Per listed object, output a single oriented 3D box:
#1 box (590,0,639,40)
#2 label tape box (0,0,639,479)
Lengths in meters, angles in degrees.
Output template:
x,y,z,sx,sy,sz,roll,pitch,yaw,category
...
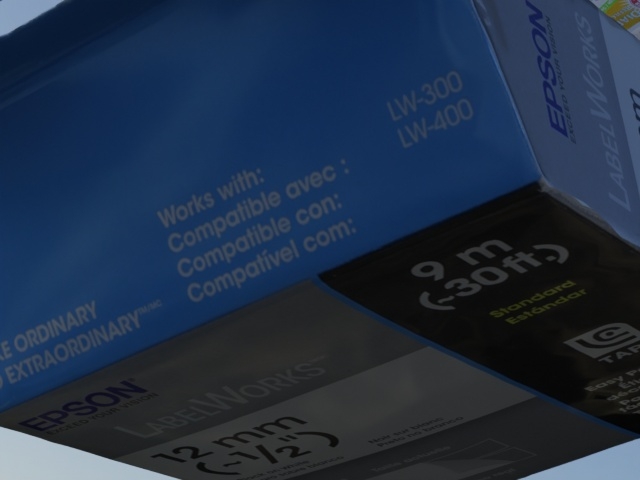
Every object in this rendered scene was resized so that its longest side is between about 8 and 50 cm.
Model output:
x,y,z,sx,sy,sz,roll,pitch,yaw,category
0.305,-0.210,1.906,0.114,0.203,0.103,37,-29,40,box
0.000,0.000,0.628,0.249,0.115,0.347,-23,-29,31,label tape box
